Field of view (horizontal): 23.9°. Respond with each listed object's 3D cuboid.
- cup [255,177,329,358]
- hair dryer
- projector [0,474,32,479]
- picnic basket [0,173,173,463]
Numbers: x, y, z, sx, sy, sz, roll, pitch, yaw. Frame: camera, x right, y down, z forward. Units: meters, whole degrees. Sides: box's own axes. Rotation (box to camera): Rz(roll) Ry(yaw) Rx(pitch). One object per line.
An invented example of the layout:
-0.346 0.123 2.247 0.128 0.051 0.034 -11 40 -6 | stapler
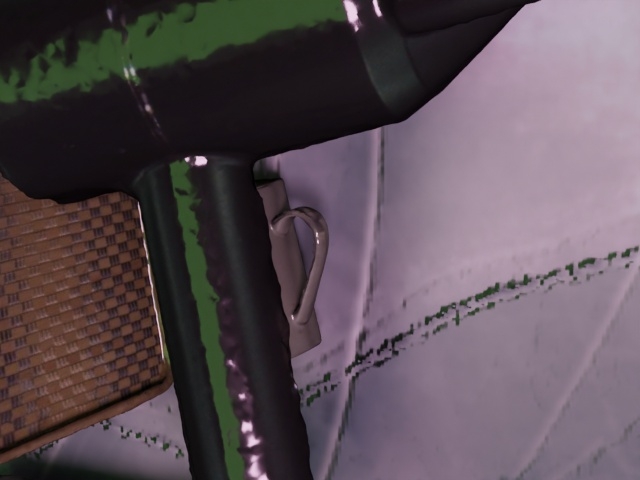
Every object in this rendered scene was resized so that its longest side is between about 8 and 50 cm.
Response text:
-0.024 0.013 0.719 0.075 0.054 0.083 -16 95 14 | cup
0.000 0.000 0.625 0.244 0.116 0.302 -11 89 19 | hair dryer
-0.057 0.186 0.738 0.337 0.108 0.108 5 102 29 | projector
-0.185 -0.026 0.733 0.139 0.165 0.267 -5 97 31 | picnic basket
